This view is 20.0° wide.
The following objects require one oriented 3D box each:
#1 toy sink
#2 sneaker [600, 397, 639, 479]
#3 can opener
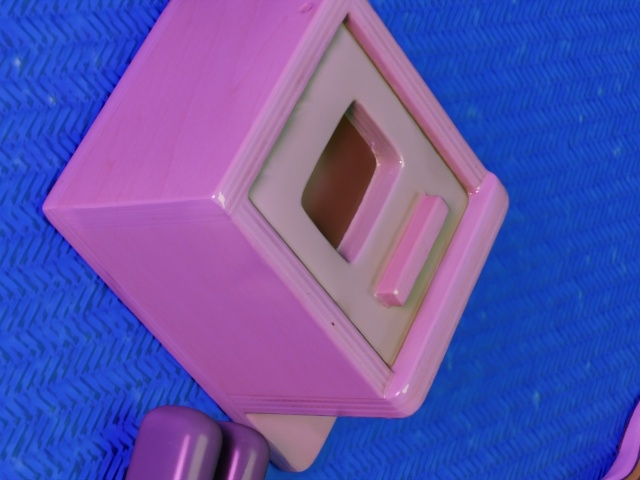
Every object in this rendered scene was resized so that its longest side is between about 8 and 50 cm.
[{"bbox_3d":[0.000,0.000,0.935,0.234,0.131,0.153,53,51,-35],"label":"toy sink"},{"bbox_3d":[0.260,0.180,1.240,0.300,0.121,0.111,-43,120,-43],"label":"sneaker"},{"bbox_3d":[-0.069,0.224,0.864,0.076,0.095,0.283,25,76,-47],"label":"can opener"}]
